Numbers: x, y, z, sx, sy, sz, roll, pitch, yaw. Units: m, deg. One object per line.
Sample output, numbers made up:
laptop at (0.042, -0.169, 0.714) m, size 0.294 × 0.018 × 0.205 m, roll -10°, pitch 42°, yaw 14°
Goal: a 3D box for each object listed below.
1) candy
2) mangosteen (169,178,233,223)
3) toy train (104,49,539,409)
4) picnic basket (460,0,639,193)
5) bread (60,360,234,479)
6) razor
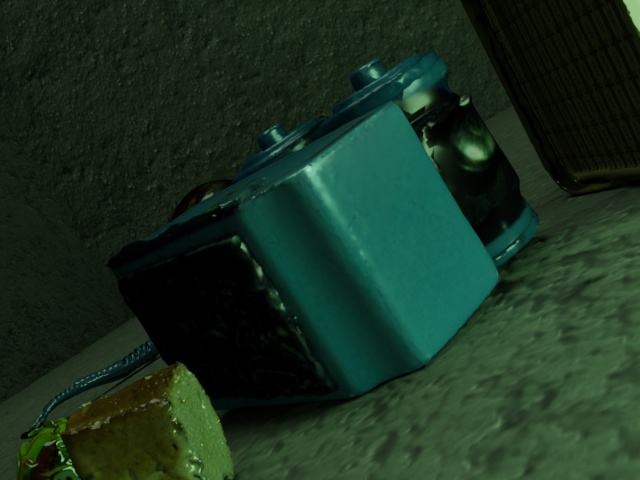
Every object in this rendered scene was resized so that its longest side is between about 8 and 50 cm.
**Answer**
candy at (-0.197, 0.178, 0.649) m, size 0.077 × 0.073 × 0.262 m, roll -60°, pitch 5°, yaw -10°
mangosteen at (-0.139, 0.006, 1.482) m, size 0.289 × 0.231 × 0.231 m, roll 7°, pitch -15°, yaw -27°
toy train at (0.000, 0.000, 0.609) m, size 0.265 × 0.188 × 0.300 m, roll -39°, pitch 12°, yaw -36°
picnic basket at (0.241, -0.174, 0.635) m, size 0.175 × 0.228 × 0.313 m, roll -28°, pitch 5°, yaw -1°
bread at (-0.094, 0.120, 0.448) m, size 0.070 × 0.083 × 0.076 m, roll -21°, pitch 8°, yaw 1°
razor at (-0.364, 0.234, 1.287) m, size 0.253 × 0.042 × 0.082 m, roll -32°, pitch 3°, yaw -35°
